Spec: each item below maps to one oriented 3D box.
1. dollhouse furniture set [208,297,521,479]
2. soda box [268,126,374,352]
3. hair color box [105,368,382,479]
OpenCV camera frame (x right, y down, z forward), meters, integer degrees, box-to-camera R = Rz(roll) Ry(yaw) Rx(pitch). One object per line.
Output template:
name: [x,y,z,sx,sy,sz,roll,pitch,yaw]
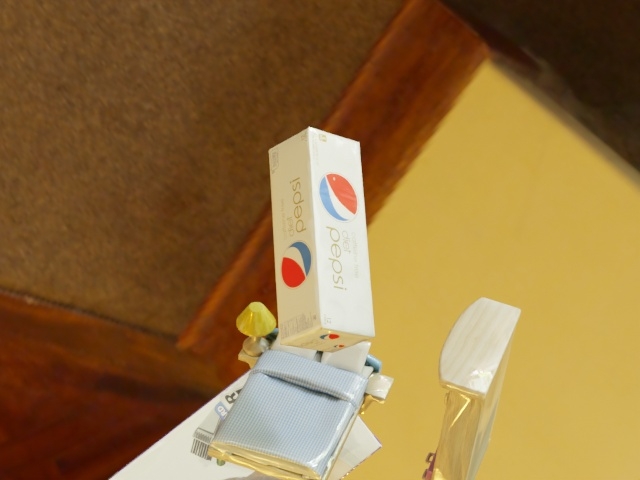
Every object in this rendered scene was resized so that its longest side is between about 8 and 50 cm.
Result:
dollhouse furniture set: [0.012,0.167,1.397,0.286,0.303,0.198,-57,158,-49]
soda box: [0.000,0.000,1.404,0.074,0.216,0.069,13,154,-38]
hair color box: [-0.112,0.296,1.779,0.339,0.185,0.110,-38,179,-9]
